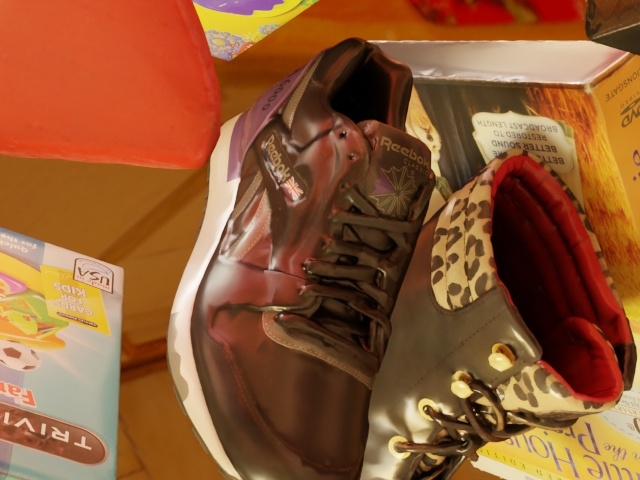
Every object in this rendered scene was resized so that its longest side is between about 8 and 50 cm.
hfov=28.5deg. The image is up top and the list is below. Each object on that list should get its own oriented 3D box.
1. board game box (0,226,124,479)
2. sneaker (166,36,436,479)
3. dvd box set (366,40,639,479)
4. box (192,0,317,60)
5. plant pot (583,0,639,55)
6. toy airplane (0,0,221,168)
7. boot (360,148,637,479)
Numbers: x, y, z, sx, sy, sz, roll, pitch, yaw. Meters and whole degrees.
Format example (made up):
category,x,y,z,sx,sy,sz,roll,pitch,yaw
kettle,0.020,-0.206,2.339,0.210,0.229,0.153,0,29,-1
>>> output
category,x,y,z,sx,sy,sz,roll,pitch,yaw
board game box,-0.278,0.086,0.932,0.254,0.079,0.336,19,22,-17
sneaker,0.000,0.000,0.645,0.107,0.124,0.283,27,40,-29
dvd box set,0.171,0.043,0.986,0.062,0.308,0.420,-37,118,-26
box,-0.053,-0.307,0.816,0.177,0.290,0.279,17,74,-25
plant pot,0.202,-0.151,0.515,0.188,0.167,0.187,-117,-155,-84
toy airplane,-0.236,-0.166,0.376,0.386,0.272,0.384,37,13,28
boot,0.076,0.145,0.845,0.138,0.284,0.377,17,53,-32
